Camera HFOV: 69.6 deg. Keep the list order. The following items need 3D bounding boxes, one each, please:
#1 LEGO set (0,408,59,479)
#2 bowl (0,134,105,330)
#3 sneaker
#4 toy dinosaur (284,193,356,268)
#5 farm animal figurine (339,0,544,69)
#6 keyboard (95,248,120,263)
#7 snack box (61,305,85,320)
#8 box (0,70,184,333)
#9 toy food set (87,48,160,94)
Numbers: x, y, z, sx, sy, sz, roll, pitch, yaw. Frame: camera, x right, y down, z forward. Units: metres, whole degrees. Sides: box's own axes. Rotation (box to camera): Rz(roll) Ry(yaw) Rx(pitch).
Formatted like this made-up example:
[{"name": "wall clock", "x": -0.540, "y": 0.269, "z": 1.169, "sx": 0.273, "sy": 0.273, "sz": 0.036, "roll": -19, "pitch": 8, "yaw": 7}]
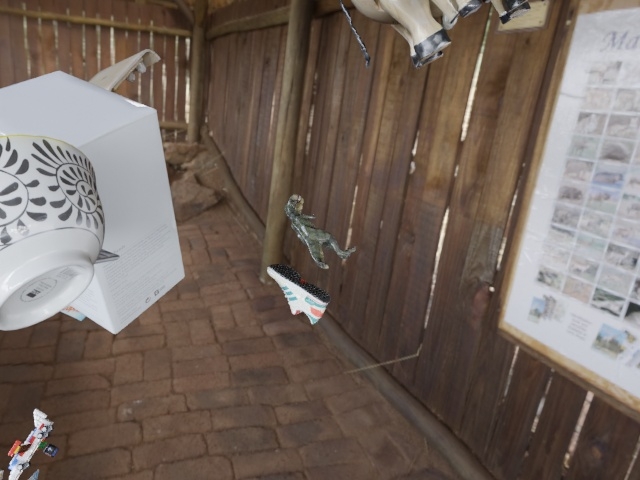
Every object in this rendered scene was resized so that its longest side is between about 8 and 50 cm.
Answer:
[{"name": "LEGO set", "x": -0.613, "y": 0.463, "z": 0.906, "sx": 0.060, "sy": 0.182, "sz": 0.244, "roll": 26, "pitch": 23, "yaw": 3}, {"name": "bowl", "x": -0.224, "y": 0.013, "z": 0.340, "sx": 0.080, "sy": 0.170, "sz": 0.170, "roll": 48, "pitch": 28, "yaw": 10}, {"name": "sneaker", "x": -0.057, "y": 0.111, "z": 0.953, "sx": 0.161, "sy": 0.075, "sz": 0.057, "roll": 31, "pitch": 21, "yaw": 25}, {"name": "toy dinosaur", "x": 0.000, "y": 0.000, "z": 0.958, "sx": 0.118, "sy": 0.064, "sz": 0.268, "roll": 22, "pitch": 22, "yaw": -34}, {"name": "farm animal figurine", "x": 0.154, "y": -0.301, "z": 0.426, "sx": 0.327, "sy": 0.172, "sz": 0.330, "roll": -31, "pitch": 7, "yaw": -1}, {"name": "keyboard", "x": -0.341, "y": -0.015, "z": 0.486, "sx": 0.256, "sy": 0.014, "sz": 0.072, "roll": 18, "pitch": 15, "yaw": 13}, {"name": "snack box", "x": -0.817, "y": 0.095, "z": 1.334, "sx": 0.322, "sy": 0.060, "sz": 0.187, "roll": 34, "pitch": -14, "yaw": 25}, {"name": "box", "x": -0.373, "y": -0.054, "z": 0.738, "sx": 0.215, "sy": 0.345, "sz": 0.168, "roll": 25, "pitch": 45, "yaw": 20}, {"name": "toy food set", "x": -0.658, "y": -0.479, "z": 1.468, "sx": 0.220, "sy": 0.092, "sz": 0.306, "roll": -9, "pitch": 44, "yaw": 27}]
